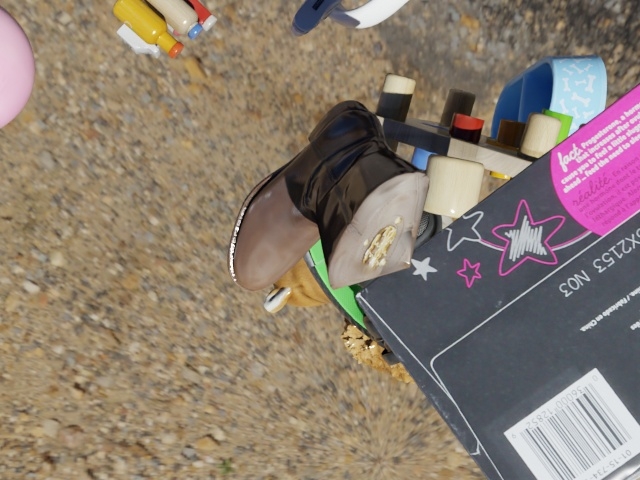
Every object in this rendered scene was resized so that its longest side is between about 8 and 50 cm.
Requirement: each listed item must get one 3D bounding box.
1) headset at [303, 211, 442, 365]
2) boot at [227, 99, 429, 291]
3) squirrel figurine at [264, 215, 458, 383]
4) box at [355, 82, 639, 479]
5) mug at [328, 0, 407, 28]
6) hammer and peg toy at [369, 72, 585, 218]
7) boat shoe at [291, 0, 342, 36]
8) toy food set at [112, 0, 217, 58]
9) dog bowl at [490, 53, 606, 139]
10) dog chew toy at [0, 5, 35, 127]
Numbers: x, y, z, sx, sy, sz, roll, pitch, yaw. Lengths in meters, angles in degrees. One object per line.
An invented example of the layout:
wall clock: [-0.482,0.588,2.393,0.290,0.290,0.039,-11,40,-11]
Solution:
headset: [0.125,0.034,1.266,0.185,0.394,0.243,-35,121,-23]
boot: [0.000,0.000,0.416,0.037,0.114,0.106,26,107,-22]
squirrel figurine: [0.078,0.078,1.737,0.371,0.281,0.396,-22,90,42]
box: [0.169,0.022,0.569,0.247,0.142,0.163,-37,83,4]
mug: [0.117,-0.459,1.394,0.374,0.276,0.328,-48,47,26]
hammer and peg toy: [0.165,-0.110,1.180,0.266,0.361,0.127,21,103,30]
boat shoe: [0.001,-0.268,1.157,0.035,0.035,0.100,39,71,-8]
toy food set: [-0.218,-0.306,1.473,0.104,0.232,0.111,43,84,-2]
dog bowl: [0.335,-0.188,1.545,0.074,0.297,0.165,9,84,-9]
dog chew toy: [-0.504,-0.159,1.317,0.207,0.206,0.331,14,70,6]
